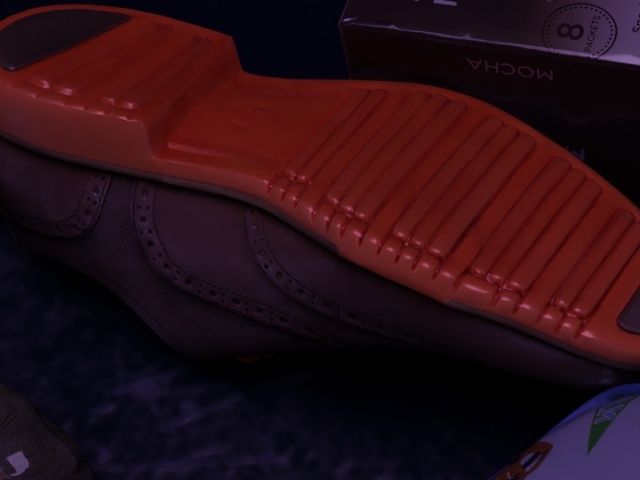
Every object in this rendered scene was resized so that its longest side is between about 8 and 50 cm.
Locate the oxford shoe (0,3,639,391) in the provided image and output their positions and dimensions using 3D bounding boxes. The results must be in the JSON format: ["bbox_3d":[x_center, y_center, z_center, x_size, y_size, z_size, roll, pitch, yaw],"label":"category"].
[{"bbox_3d":[0.000,0.000,0.791,0.364,0.132,0.130,23,38,23],"label":"oxford shoe"}]

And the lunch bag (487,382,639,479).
[{"bbox_3d":[0.090,0.188,0.589,0.303,0.115,0.243,-45,20,-16],"label":"lunch bag"}]

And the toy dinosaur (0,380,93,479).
[{"bbox_3d":[-0.180,0.099,0.800,0.118,0.064,0.268,-34,53,-15],"label":"toy dinosaur"}]

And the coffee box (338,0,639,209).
[{"bbox_3d":[0.135,-0.175,0.879,0.168,0.119,0.297,12,60,16],"label":"coffee box"}]
